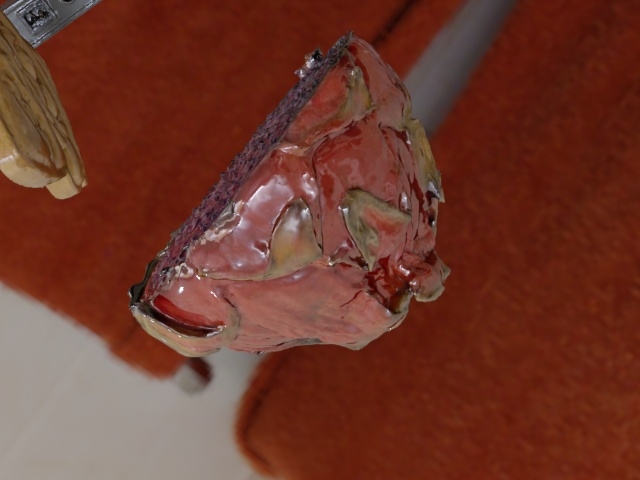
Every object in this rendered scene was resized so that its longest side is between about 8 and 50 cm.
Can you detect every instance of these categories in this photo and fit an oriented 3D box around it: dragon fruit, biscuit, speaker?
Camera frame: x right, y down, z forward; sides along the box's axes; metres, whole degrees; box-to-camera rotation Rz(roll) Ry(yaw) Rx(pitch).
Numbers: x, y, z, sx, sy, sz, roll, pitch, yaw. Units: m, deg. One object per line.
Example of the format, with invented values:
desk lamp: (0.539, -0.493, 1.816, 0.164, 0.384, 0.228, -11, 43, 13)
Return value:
dragon fruit: (0.002, -0.002, 1.102, 0.148, 0.223, 0.218, 37, 176, -9)
biscuit: (-0.199, -0.094, 1.183, 0.162, 0.035, 0.250, 56, -173, -23)
speaker: (-0.221, -0.179, 1.398, 0.040, 0.191, 0.046, 54, -174, -18)
